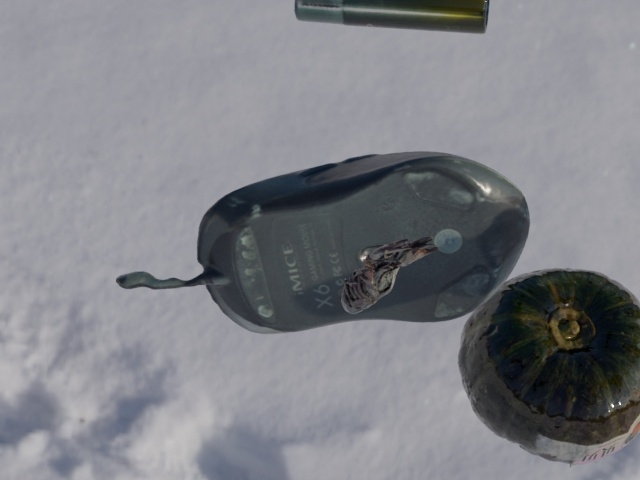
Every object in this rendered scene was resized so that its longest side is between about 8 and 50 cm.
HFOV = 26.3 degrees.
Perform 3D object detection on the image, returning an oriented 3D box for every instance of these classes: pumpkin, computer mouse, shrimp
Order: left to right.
[{"bbox_3d":[0.000,0.000,1.253,0.379,0.167,0.090,-8,26,5],"label":"computer mouse"},{"bbox_3d":[0.043,0.023,1.001,0.038,0.092,0.029,13,43,-50],"label":"shrimp"},{"bbox_3d":[0.297,0.160,1.742,0.260,0.189,0.260,6,53,-8],"label":"pumpkin"}]

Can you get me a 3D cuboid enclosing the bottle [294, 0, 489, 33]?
[{"bbox_3d":[0.106,-0.356,2.037,0.286,0.082,0.082,6,40,9],"label":"bottle"}]
